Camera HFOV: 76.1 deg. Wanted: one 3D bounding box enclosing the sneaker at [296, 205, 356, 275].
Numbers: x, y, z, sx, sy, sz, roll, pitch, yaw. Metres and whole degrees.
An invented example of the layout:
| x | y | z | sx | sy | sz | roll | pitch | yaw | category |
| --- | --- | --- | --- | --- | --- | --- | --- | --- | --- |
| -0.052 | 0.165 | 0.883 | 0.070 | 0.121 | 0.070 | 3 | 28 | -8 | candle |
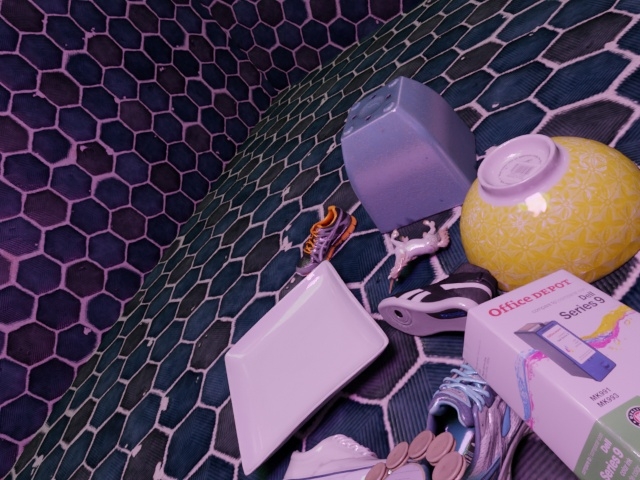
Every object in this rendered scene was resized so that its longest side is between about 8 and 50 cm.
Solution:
| x | y | z | sx | sy | sz | roll | pitch | yaw | category |
| --- | --- | --- | --- | --- | --- | --- | --- | --- | --- |
| 0.000 | 0.000 | 1.083 | 0.214 | 0.083 | 0.084 | -52 | 31 | -9 | sneaker |

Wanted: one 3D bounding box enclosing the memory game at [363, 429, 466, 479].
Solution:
| x | y | z | sx | sy | sz | roll | pitch | yaw | category |
| --- | --- | --- | --- | --- | --- | --- | --- | --- | --- |
| 0.072 | 0.265 | 0.406 | 0.186 | 0.012 | 0.186 | -44 | -3 | -3 | memory game |

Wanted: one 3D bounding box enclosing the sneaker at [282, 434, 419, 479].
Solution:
| x | y | z | sx | sy | sz | roll | pitch | yaw | category |
| --- | --- | --- | --- | --- | --- | --- | --- | --- | --- |
| 0.036 | 0.331 | 0.598 | 0.258 | 0.094 | 0.091 | -27 | 38 | 32 | sneaker |

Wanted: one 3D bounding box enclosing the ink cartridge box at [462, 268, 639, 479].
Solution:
| x | y | z | sx | sy | sz | roll | pitch | yaw | category |
| --- | --- | --- | --- | --- | --- | --- | --- | --- | --- |
| 0.282 | 0.139 | 0.434 | 0.154 | 0.093 | 0.212 | -17 | 32 | -16 | ink cartridge box |

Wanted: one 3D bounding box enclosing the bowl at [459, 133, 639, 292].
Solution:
| x | y | z | sx | sy | sz | roll | pitch | yaw | category |
| --- | --- | --- | --- | --- | --- | --- | --- | --- | --- |
| 0.341 | -0.073 | 0.656 | 0.290 | 0.156 | 0.289 | -32 | 32 | 23 | bowl |

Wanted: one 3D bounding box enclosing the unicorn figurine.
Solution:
| x | y | z | sx | sy | sz | roll | pitch | yaw | category |
| --- | --- | --- | --- | --- | --- | --- | --- | --- | --- |
| 0.187 | 0.018 | 0.837 | 0.162 | 0.060 | 0.111 | -32 | 31 | 23 | unicorn figurine |

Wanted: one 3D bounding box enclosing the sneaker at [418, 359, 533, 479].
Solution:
| x | y | z | sx | sy | sz | roll | pitch | yaw | category |
| --- | --- | --- | --- | --- | --- | --- | --- | --- | --- |
| 0.201 | 0.207 | 0.511 | 0.110 | 0.122 | 0.283 | -7 | 46 | 49 | sneaker |

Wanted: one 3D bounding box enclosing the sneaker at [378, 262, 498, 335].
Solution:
| x | y | z | sx | sy | sz | roll | pitch | yaw | category |
| --- | --- | --- | --- | --- | --- | --- | --- | --- | --- |
| 0.208 | 0.098 | 0.709 | 0.121 | 0.079 | 0.217 | -43 | 17 | -32 | sneaker |

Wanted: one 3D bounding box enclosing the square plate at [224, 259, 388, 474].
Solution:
| x | y | z | sx | sy | sz | roll | pitch | yaw | category |
| --- | --- | --- | --- | --- | --- | --- | --- | --- | --- |
| -0.048 | 0.236 | 0.853 | 0.347 | 0.049 | 0.344 | -44 | 29 | 2 | square plate |

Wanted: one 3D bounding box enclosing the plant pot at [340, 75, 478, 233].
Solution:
| x | y | z | sx | sy | sz | roll | pitch | yaw | category |
| --- | --- | --- | --- | --- | --- | --- | --- | --- | --- |
| 0.186 | -0.215 | 0.940 | 0.248 | 0.252 | 0.247 | -22 | 36 | 35 | plant pot |
